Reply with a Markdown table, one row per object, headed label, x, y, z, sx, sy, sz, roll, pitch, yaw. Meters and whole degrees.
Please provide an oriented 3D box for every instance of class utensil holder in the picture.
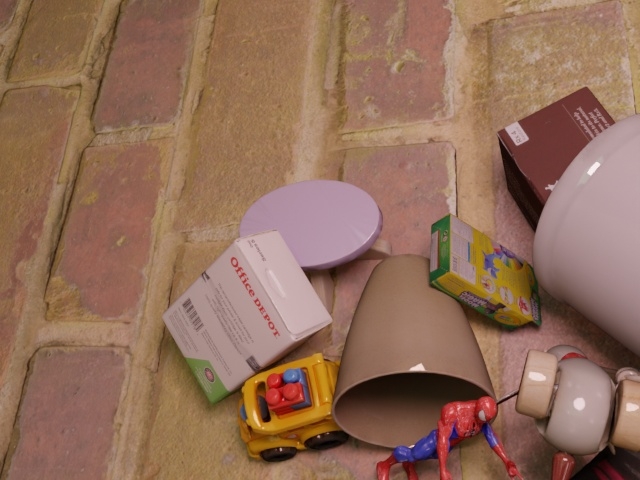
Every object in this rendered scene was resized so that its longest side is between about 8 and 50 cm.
| label | x | y | z | sx | sy | sz | roll | pitch | yaw |
| --- | --- | --- | --- | --- | --- | --- | --- | --- | --- |
| utensil holder | 0.541 | 0.046 | 0.927 | 0.327 | 0.328 | 0.385 | -41 | 41 | -1 |

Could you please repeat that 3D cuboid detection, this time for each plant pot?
| label | x | y | z | sx | sy | sz | roll | pitch | yaw |
| --- | --- | --- | --- | --- | --- | --- | --- | --- | --- |
| plant pot | 0.148 | 0.166 | 1.147 | 0.256 | 0.257 | 0.274 | -12 | 47 | 15 |

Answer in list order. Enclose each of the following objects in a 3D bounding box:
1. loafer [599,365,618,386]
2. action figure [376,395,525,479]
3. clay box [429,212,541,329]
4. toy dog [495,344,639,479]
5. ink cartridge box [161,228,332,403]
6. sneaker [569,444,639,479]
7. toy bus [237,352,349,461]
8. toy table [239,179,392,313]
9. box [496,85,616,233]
| label | x | y | z | sx | sy | sz | roll | pitch | yaw |
| --- | --- | --- | --- | --- | --- | --- | --- | --- | --- |
| loafer | 0.449 | 0.229 | 1.094 | 0.148 | 0.056 | 0.050 | 17 | 74 | 37 |
| action figure | 0.192 | 0.335 | 1.021 | 0.091 | 0.280 | 0.139 | 2 | 49 | -28 |
| clay box | 0.282 | 0.060 | 1.160 | 0.053 | 0.222 | 0.128 | -36 | 34 | 42 |
| toy dog | 0.341 | 0.237 | 0.930 | 0.220 | 0.333 | 0.161 | 19 | 92 | 36 |
| ink cartridge box | -0.137 | 0.138 | 1.221 | 0.273 | 0.114 | 0.198 | -41 | 76 | 37 |
| sneaker | 0.441 | 0.385 | 0.978 | 0.482 | 0.185 | 0.202 | -11 | 42 | 15 |
| toy bus | -0.063 | 0.281 | 1.173 | 0.220 | 0.211 | 0.150 | -20 | 62 | 13 |
| toy table | 0.000 | 0.000 | 1.310 | 0.274 | 0.161 | 0.252 | 9 | 70 | 25 |
| box | 0.424 | -0.113 | 1.176 | 0.166 | 0.203 | 0.169 | -27 | 60 | 7 |
